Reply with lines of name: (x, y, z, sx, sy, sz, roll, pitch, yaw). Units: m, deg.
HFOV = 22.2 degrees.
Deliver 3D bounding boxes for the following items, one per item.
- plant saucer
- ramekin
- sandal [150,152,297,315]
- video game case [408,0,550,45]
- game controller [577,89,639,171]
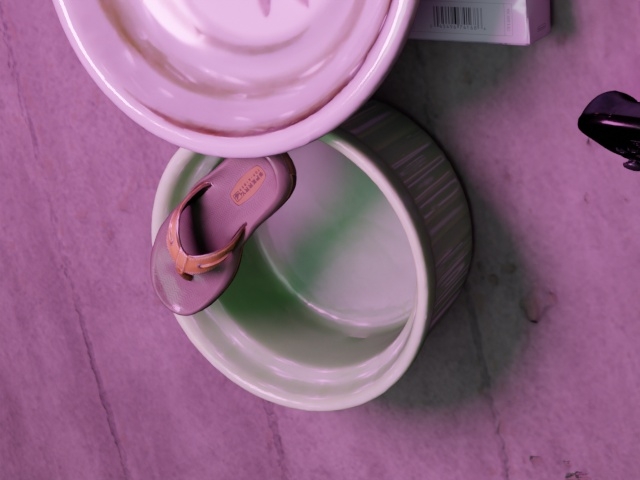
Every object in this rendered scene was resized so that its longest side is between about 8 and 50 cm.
plant saucer: (-0.068, -0.276, 1.451, 0.400, 0.100, 0.400, 8, 105, 29)
ramekin: (0.000, 0.000, 1.595, 0.303, 0.148, 0.303, 12, 117, 26)
sandal: (-0.100, -0.008, 1.520, 0.090, 0.060, 0.219, 48, 126, 4)
video game case: (0.072, -0.307, 1.469, 0.269, 0.061, 0.244, 7, 115, 29)
game controller: (0.374, -0.071, 1.332, 0.319, 0.166, 0.067, 10, 95, 28)
